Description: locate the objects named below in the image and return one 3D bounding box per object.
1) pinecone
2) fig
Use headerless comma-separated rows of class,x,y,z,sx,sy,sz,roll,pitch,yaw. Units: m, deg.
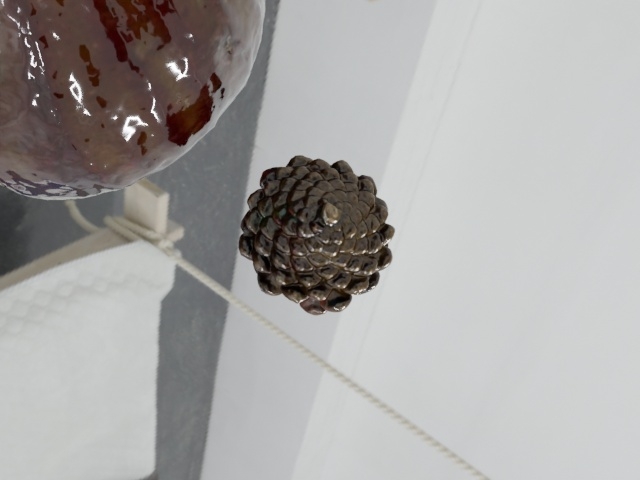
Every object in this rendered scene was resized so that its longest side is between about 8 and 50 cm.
pinecone,0.004,0.000,0.469,0.102,0.102,0.109,-58,151,2
fig,-0.143,-0.157,0.333,0.217,0.217,0.321,-51,166,-13
